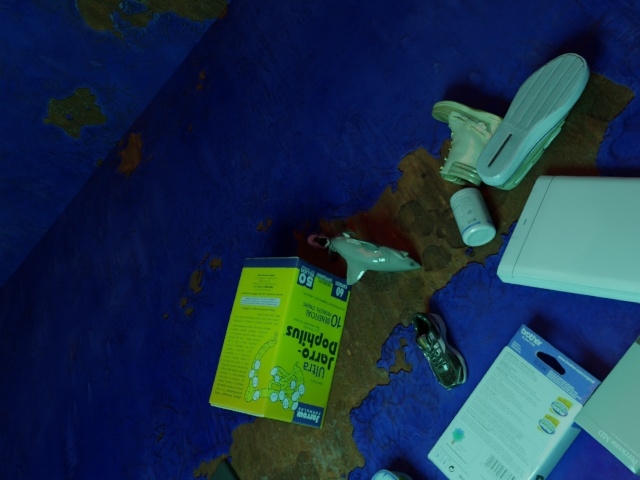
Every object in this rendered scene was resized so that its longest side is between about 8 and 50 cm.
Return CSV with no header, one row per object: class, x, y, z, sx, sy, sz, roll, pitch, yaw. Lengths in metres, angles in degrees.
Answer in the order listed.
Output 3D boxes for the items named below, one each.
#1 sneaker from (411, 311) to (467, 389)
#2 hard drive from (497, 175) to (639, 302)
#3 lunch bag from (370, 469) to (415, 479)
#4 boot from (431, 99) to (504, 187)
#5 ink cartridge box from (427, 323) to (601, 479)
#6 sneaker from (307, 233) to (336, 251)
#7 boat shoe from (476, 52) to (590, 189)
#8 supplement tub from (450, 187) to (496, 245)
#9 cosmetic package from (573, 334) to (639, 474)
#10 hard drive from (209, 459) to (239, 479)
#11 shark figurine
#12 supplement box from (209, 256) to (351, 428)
sneaker,0.227,0.220,1.381,0.072,0.077,0.178,-45,46,22
hard drive,0.509,-0.009,1.196,0.353,0.047,0.233,8,62,47
lunch bag,0.132,0.560,1.299,0.176,0.090,0.219,33,95,47
boot,0.303,-0.215,1.520,0.213,0.077,0.165,30,95,45
ink cartridge box,0.347,0.327,1.219,0.186,0.065,0.311,41,103,47
sneaker,0.000,0.000,1.743,0.109,0.044,0.040,12,81,49
boat shoe,0.431,-0.236,1.385,0.302,0.094,0.109,-52,53,14
supplement tub,0.318,-0.049,1.426,0.071,0.071,0.107,-34,49,29
cosmetic package,0.523,0.234,1.058,0.238,0.107,0.127,-55,45,5
hard drive,-0.231,0.623,1.683,0.094,0.022,0.135,-57,42,7
shark figurine,0.072,0.042,1.569,0.278,0.166,0.116,18,94,49
supplement box,-0.089,0.236,1.602,0.195,0.194,0.356,-2,70,45
